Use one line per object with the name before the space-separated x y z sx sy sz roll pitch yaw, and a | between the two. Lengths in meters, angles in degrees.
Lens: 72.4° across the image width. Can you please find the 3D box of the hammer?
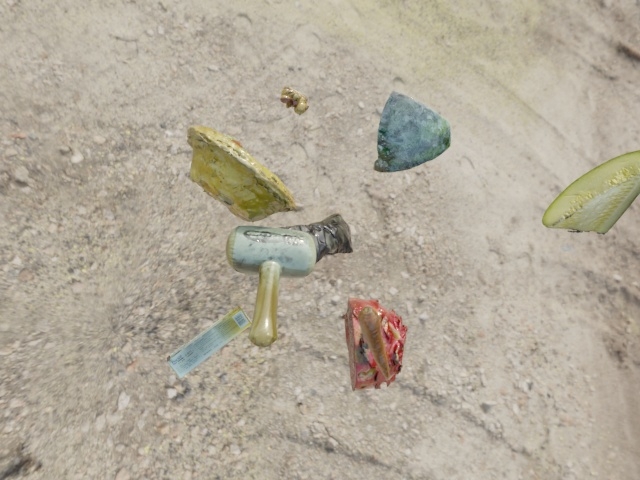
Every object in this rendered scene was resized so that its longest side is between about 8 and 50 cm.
hammer | -0.105 0.092 0.905 0.202 0.113 0.305 4 42 -7

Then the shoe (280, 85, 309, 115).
shoe | -0.098 -0.505 1.586 0.109 0.072 0.069 43 61 -39

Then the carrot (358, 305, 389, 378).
carrot | 0.126 0.235 0.983 0.048 0.048 0.216 -35 122 -27

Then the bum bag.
bum bag | 0.000 0.000 1.366 0.340 0.095 0.144 -17 78 -52

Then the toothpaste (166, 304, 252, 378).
toothpaste | -0.396 0.361 1.572 0.313 0.071 0.089 -36 104 -15

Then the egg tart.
egg tart | -0.203 -0.136 1.021 0.315 0.315 0.120 37 81 -14

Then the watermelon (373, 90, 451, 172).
watermelon | 0.304 -0.415 1.633 0.320 0.214 0.289 -26 112 11

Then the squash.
squash | 0.672 -0.137 1.062 0.169 0.252 0.093 4 45 -6

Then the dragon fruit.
dragon fruit | 0.210 0.401 1.689 0.249 0.371 0.386 -2 123 1

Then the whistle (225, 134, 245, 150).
whistle | -0.319 -0.292 1.506 0.131 0.288 0.106 -25 123 6
